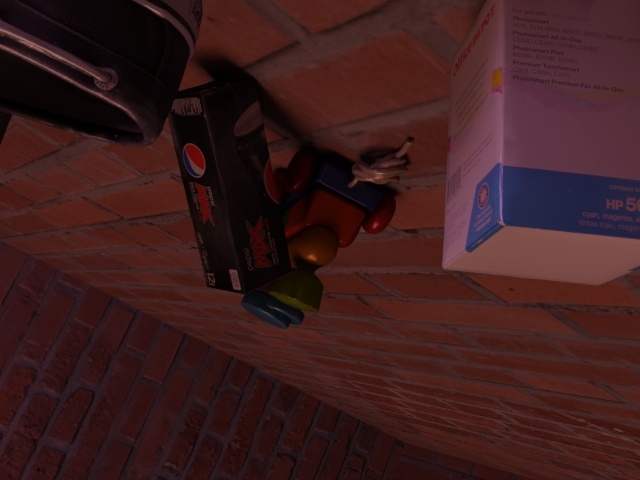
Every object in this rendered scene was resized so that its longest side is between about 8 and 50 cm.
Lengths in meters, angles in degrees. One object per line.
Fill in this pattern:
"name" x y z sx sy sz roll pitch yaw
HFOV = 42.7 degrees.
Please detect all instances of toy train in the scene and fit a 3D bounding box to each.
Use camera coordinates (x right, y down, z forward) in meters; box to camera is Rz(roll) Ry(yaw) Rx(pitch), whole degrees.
"toy train" 0.000 0.000 0.733 0.105 0.143 0.248 26 164 -13

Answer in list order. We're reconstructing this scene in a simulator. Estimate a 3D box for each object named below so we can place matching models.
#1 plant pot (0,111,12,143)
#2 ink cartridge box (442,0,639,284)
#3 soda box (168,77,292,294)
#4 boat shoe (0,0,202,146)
"plant pot" -0.383 -0.069 0.572 0.341 0.334 0.341 10 168 2
"ink cartridge box" 0.119 -0.059 0.414 0.090 0.143 0.092 7 165 -6
"soda box" -0.074 -0.045 0.675 0.053 0.060 0.168 7 114 45
"boat shoe" -0.214 -0.116 0.396 0.301 0.102 0.108 16 160 -9
